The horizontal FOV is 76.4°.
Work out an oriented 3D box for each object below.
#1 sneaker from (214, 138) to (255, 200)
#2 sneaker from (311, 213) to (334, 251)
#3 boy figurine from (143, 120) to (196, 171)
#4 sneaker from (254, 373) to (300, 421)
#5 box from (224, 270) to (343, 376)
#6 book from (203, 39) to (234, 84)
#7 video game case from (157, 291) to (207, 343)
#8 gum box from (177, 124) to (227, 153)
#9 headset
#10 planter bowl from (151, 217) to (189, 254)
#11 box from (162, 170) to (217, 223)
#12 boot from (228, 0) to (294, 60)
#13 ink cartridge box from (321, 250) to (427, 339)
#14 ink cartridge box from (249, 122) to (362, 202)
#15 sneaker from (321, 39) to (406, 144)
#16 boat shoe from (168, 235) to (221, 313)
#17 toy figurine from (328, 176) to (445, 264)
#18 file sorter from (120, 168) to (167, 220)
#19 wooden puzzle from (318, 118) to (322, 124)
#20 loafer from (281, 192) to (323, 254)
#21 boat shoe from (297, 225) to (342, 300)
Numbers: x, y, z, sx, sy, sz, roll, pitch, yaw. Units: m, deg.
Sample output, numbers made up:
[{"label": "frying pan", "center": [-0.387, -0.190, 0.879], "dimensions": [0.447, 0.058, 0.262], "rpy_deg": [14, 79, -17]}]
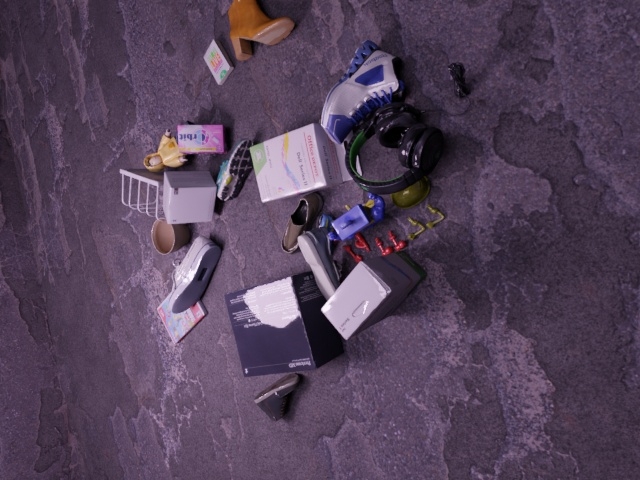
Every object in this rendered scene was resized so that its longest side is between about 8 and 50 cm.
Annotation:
[{"label": "sneaker", "center": [-0.348, -0.286, 1.589], "dimensions": [0.110, 0.107, 0.275], "rpy_deg": [51, 120, 30]}, {"label": "sneaker", "center": [0.000, 0.000, 1.408], "dimensions": [0.078, 0.067, 0.187], "rpy_deg": [29, 113, 51]}, {"label": "boy figurine", "center": [-0.636, -0.394, 1.740], "dimensions": [0.285, 0.092, 0.177], "rpy_deg": [-30, 77, 14]}, {"label": "sneaker", "center": [-0.138, 0.599, 1.554], "dimensions": [0.222, 0.083, 0.118], "rpy_deg": [-36, 93, 24]}, {"label": "box", "center": [-0.137, 0.295, 1.450], "dimensions": [0.344, 0.179, 0.311], "rpy_deg": [-18, 83, 34]}, {"label": "book", "center": [-0.409, -0.713, 1.631], "dimensions": [0.096, 0.035, 0.144], "rpy_deg": [-39, 74, 35]}, {"label": "video game case", "center": [-0.650, 0.329, 1.895], "dimensions": [0.285, 0.025, 0.204], "rpy_deg": [-43, 71, 30]}, {"label": "gum box", "center": [-0.467, -0.404, 1.628], "dimensions": [0.189, 0.062, 0.107], "rpy_deg": [-1, 97, -2]}, {"label": "headset", "center": [0.238, -0.303, 1.115], "dimensions": [0.394, 0.185, 0.243], "rpy_deg": [-38, 57, 6]}, {"label": "planter bowl", "center": [-0.658, -0.022, 1.816], "dimensions": [0.162, 0.109, 0.161], "rpy_deg": [3, 96, 33]}, {"label": "box", "center": [-0.528, -0.174, 1.633], "dimensions": [0.119, 0.182, 0.180], "rpy_deg": [57, 140, 38]}, {"label": "boot", "center": [-0.228, -0.803, 1.453], "dimensions": [0.295, 0.104, 0.210], "rpy_deg": [-10, 89, 39]}, {"label": "ink cartridge box", "center": [0.161, 0.148, 1.173], "dimensions": [0.117, 0.278, 0.201], "rpy_deg": [47, 117, 21]}, {"label": "ink cartridge box", "center": [-0.055, -0.265, 1.369], "dimensions": [0.354, 0.119, 0.206], "rpy_deg": [-11, 94, 34]}, {"label": "sneaker", "center": [0.145, -0.427, 1.194], "dimensions": [0.182, 0.127, 0.315], "rpy_deg": [29, 91, 25]}, {"label": "boat shoe", "center": [-0.575, 0.135, 1.757], "dimensions": [0.156, 0.136, 0.366], "rpy_deg": [40, 108, 30]}, {"label": "toy figurine", "center": [0.151, -0.047, 1.199], "dimensions": [0.363, 0.217, 0.191], "rpy_deg": [-32, 76, 33]}, {"label": "file sorter", "center": [-0.720, -0.208, 1.794], "dimensions": [0.278, 0.193, 0.172], "rpy_deg": [20, 109, 31]}, {"label": "wooden puzzle", "center": [0.025, -0.372, 1.375], "dimensions": [0.079, 0.014, 0.116], "rpy_deg": [24, 112, 25]}, {"label": "loafer", "center": [-0.083, -0.059, 1.434], "dimensions": [0.094, 0.088, 0.251], "rpy_deg": [36, 113, 26]}, {"label": "boat shoe", "center": [0.034, 0.099, 1.329], "dimensions": [0.116, 0.099, 0.319], "rpy_deg": [18, 138, 58]}]
